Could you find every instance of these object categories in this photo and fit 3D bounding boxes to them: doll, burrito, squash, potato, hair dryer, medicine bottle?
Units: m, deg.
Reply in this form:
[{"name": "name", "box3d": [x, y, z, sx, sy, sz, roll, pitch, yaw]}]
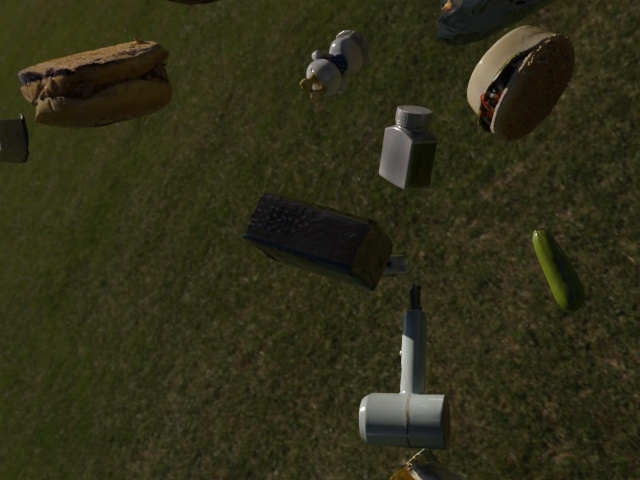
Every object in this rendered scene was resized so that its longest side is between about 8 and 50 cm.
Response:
[{"name": "doll", "box3d": [0.046, -0.481, 1.895, 0.119, 0.138, 0.293, -22, 24, 51]}, {"name": "burrito", "box3d": [0.269, 0.501, 1.322, 0.275, 0.082, 0.059, 33, 113, 59]}, {"name": "squash", "box3d": [0.531, 0.065, 1.552, 0.066, 0.066, 0.201, -32, 75, 33]}, {"name": "potato", "box3d": [-0.614, -0.200, 1.370, 0.122, 0.061, 0.086, -10, 90, 60]}, {"name": "hair dryer", "box3d": [0.183, 0.249, 1.449, 0.173, 0.107, 0.357, -1, 64, 15]}, {"name": "medicine bottle", "box3d": [0.221, -0.235, 1.727, 0.132, 0.088, 0.188, 41, 132, 51]}]

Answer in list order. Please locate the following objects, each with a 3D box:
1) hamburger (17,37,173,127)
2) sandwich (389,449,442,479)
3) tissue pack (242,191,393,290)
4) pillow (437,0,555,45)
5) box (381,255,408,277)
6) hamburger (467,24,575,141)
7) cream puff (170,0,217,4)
[{"name": "hamburger", "box3d": [-0.496, -0.343, 1.544, 0.305, 0.174, 0.284, -2, 16, 41]}, {"name": "sandwich", "box3d": [0.244, 0.559, 1.533, 0.163, 0.079, 0.113, 50, 145, 19]}, {"name": "tissue pack", "box3d": [0.000, 0.000, 1.495, 0.271, 0.192, 0.133, 18, 81, 24]}, {"name": "pillow", "box3d": [0.267, -0.366, 0.845, 0.281, 0.076, 0.274, -23, 33, 26]}, {"name": "box", "box3d": [0.186, 0.069, 1.829, 0.024, 0.083, 0.054, 117, 146, -56]}, {"name": "hamburger", "box3d": [0.512, -0.391, 1.743, 0.302, 0.302, 0.170, -48, 61, 12]}, {"name": "cream puff", "box3d": [-0.188, -0.457, 0.900, 0.212, 0.303, 0.302, 16, 73, 23]}]
